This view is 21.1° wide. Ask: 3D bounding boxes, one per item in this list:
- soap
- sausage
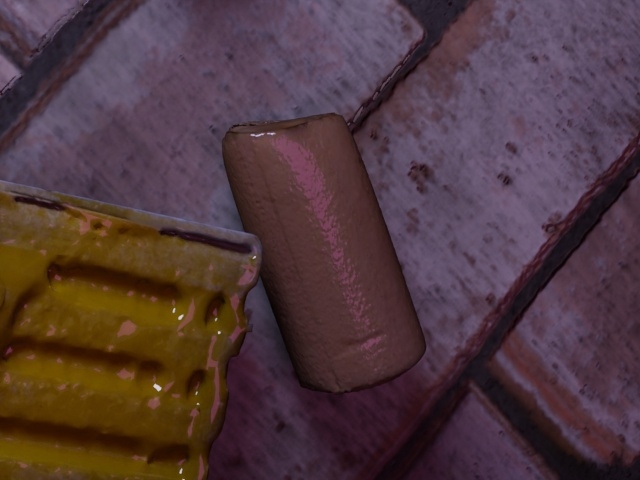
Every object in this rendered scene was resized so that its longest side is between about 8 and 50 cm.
[{"bbox_3d":[-0.211,0.087,1.413,0.281,0.143,0.259,14,95,-27],"label":"soap"},{"bbox_3d":[0.000,0.000,1.515,0.123,0.123,0.253,-25,108,-21],"label":"sausage"}]
